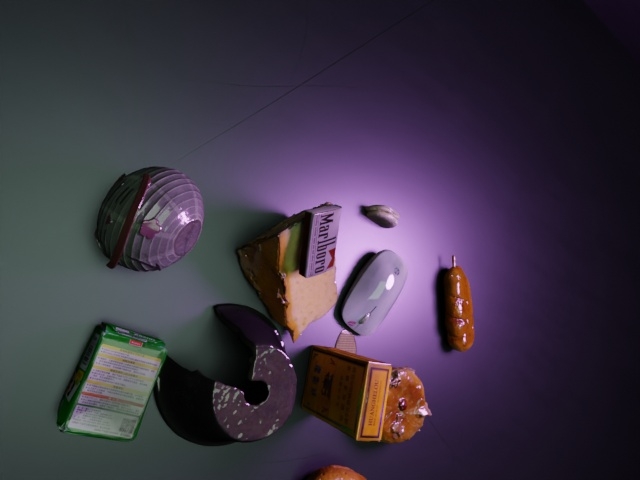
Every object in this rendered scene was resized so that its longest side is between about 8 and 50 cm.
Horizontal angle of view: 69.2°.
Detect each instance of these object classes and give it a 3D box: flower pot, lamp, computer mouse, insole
[{"bbox_3d":[-0.199,0.364,1.175,0.378,0.251,0.380,2,85,-32],"label":"flower pot"},{"bbox_3d":[-0.404,-0.050,1.098,0.233,0.233,0.266,24,89,-27],"label":"lamp"},{"bbox_3d":[0.185,0.164,1.493,0.159,0.097,0.289,41,68,-24],"label":"computer mouse"},{"bbox_3d":[0.072,0.409,1.463,0.086,0.005,0.254,13,81,-28],"label":"insole"}]

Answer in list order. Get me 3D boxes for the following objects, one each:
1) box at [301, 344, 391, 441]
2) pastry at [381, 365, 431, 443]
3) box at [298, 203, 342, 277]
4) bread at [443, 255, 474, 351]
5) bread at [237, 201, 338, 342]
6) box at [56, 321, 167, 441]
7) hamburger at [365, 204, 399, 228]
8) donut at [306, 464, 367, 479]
[{"bbox_3d":[0.063,0.409,1.287,0.083,0.301,0.193,16,80,-28],"label":"box"},{"bbox_3d":[0.235,0.529,1.483,0.256,0.120,0.236,-5,90,-29],"label":"pastry"},{"bbox_3d":[0.000,0.000,1.200,0.115,0.035,0.178,-18,122,-46],"label":"box"},{"bbox_3d":[0.490,0.225,1.672,0.124,0.083,0.345,-6,90,-52],"label":"bread"},{"bbox_3d":[-0.042,0.083,1.276,0.248,0.279,0.315,-36,93,-34],"label":"bread"},{"bbox_3d":[-0.486,0.335,1.094,0.180,0.103,0.250,25,77,-26],"label":"box"},{"bbox_3d":[0.210,-0.084,1.528,0.121,0.084,0.054,27,76,-24],"label":"hamburger"},{"bbox_3d":[0.046,0.764,1.332,0.226,0.114,0.227,0,78,1],"label":"donut"}]
